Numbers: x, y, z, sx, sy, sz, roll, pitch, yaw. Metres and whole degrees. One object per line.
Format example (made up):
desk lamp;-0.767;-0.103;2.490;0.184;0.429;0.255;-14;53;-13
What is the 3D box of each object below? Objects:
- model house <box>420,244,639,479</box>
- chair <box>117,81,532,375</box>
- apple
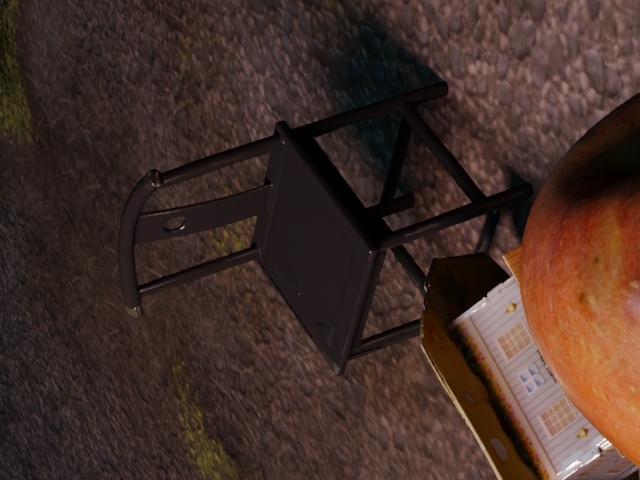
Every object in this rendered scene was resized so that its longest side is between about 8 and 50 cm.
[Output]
model house;0.178;0.059;1.195;0.136;0.207;0.219;-40;64;28
chair;0.000;0.000;1.319;0.141;0.260;0.154;53;149;31
apple;0.230;0.031;0.942;0.253;0.253;0.253;41;141;45
